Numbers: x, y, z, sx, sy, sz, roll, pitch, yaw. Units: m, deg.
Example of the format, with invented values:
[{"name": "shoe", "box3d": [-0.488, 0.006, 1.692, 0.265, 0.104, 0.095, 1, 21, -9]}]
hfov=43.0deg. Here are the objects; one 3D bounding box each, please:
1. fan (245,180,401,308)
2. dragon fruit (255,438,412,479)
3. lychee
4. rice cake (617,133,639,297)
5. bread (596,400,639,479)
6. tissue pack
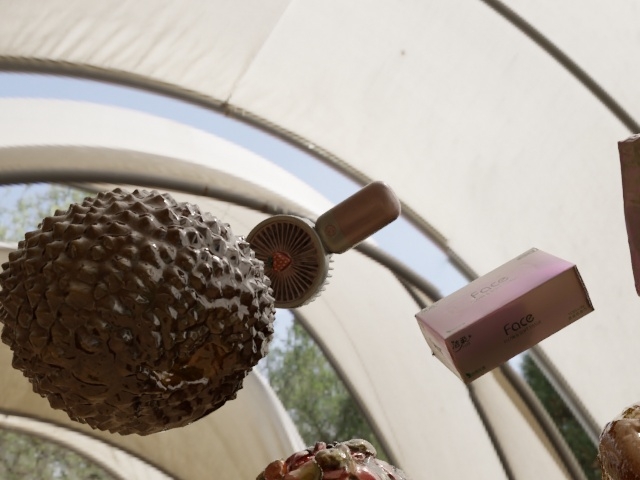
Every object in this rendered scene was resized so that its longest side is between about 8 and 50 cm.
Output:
[{"name": "fan", "box3d": [0.000, 0.000, 1.115, 0.244, 0.130, 0.074, -34, -16, 16]}, {"name": "dragon fruit", "box3d": [0.009, 0.456, 1.250, 0.296, 0.314, 0.263, 31, -12, 48]}, {"name": "lychee", "box3d": [-0.190, 0.063, 0.832, 0.267, 0.268, 0.267, 3, -26, 1]}, {"name": "rice cake", "box3d": [0.559, -0.038, 1.347, 0.050, 0.298, 0.106, -19, 14, -29]}, {"name": "bread", "box3d": [0.446, 0.295, 0.959, 0.204, 0.288, 0.156, -28, -73, 0]}, {"name": "tissue pack", "box3d": [0.297, 0.117, 1.320, 0.246, 0.093, 0.148, -28, 16, -7]}]
